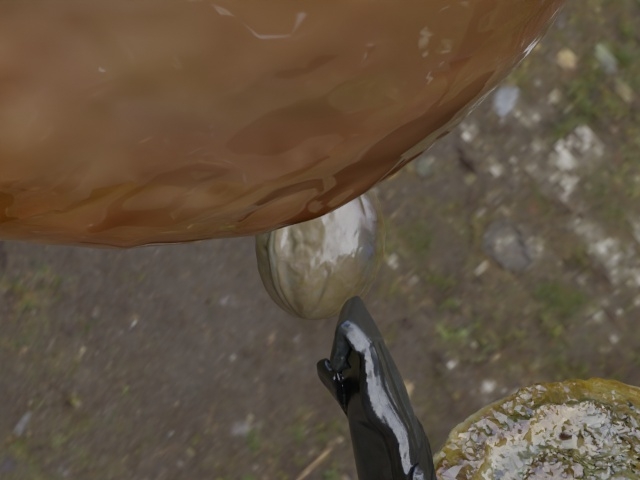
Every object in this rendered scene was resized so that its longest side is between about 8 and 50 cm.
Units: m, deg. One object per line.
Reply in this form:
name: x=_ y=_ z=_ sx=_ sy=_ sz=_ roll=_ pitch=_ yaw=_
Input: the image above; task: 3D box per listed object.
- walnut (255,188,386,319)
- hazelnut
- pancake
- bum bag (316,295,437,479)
walnut: x=-0.001 y=0.000 z=1.729 sx=0.140 sy=0.140 sz=0.162 roll=-11 pitch=103 yaw=-30
hazelnut: x=-0.075 y=-0.165 z=0.402 sx=0.372 sy=0.315 sz=0.372 roll=1 pitch=24 yaw=0
pancake: x=0.248 y=0.242 z=1.248 sx=0.356 sy=0.065 sz=0.356 roll=6 pitch=48 yaw=-7
bum bag: x=0.035 y=0.124 z=0.812 sx=0.049 sy=0.087 sz=0.198 roll=-16 pitch=92 yaw=3
